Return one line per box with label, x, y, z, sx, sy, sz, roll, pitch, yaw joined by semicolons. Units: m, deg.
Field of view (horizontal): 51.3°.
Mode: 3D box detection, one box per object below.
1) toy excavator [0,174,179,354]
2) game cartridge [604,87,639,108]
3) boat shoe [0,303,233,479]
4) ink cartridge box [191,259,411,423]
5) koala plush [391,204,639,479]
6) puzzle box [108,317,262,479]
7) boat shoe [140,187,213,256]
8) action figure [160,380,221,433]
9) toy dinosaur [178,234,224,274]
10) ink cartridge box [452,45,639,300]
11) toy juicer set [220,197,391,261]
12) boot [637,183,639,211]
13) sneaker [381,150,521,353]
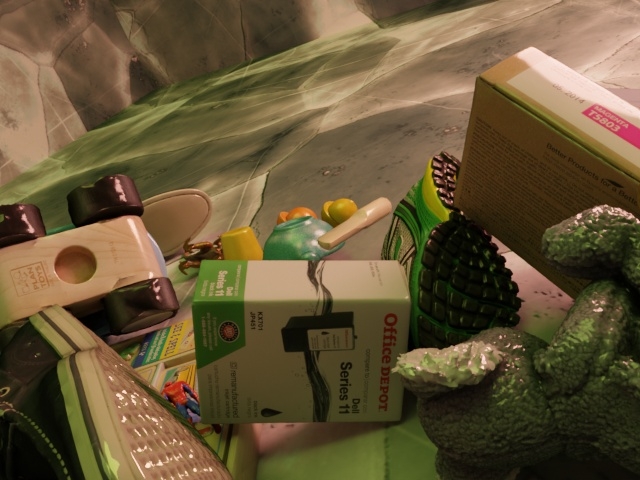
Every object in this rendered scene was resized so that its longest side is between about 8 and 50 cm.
toy excavator;-0.474;0.121;1.066;0.433;0.222;0.445;-19;-12;-26
game cartridge;0.404;-0.158;1.038;0.294;0.060;0.196;-32;22;-18
boat shoe;-0.224;0.186;0.619;0.156;0.186;0.500;-48;27;-18
ink cartridge box;-0.018;0.103;0.679;0.209;0.153;0.087;-1;26;-3
koala plush;0.177;0.116;0.526;0.221;0.196;0.203;-17;35;5
puzzle box;-0.198;0.226;0.785;0.272;0.052;0.409;-19;25;9
boat shoe;-0.371;-0.008;1.317;0.340;0.127;0.113;-37;29;0
action figure;-0.147;0.183;0.728;0.038;0.030;0.115;-29;31;-23
toy dinosaur;-0.212;0.029;1.210;0.212;0.064;0.112;-10;-5;36
ink cartridge box;0.256;-0.053;0.676;0.088;0.193;0.235;-32;58;-23
toy juicer set;0.000;0.000;1.042;0.209;0.089;0.329;-24;13;-33
boot;0.399;0.022;0.462;0.270;0.089;0.236;3;27;-20
sneaker;0.145;0.042;0.811;0.146;0.134;0.343;-51;14;36
